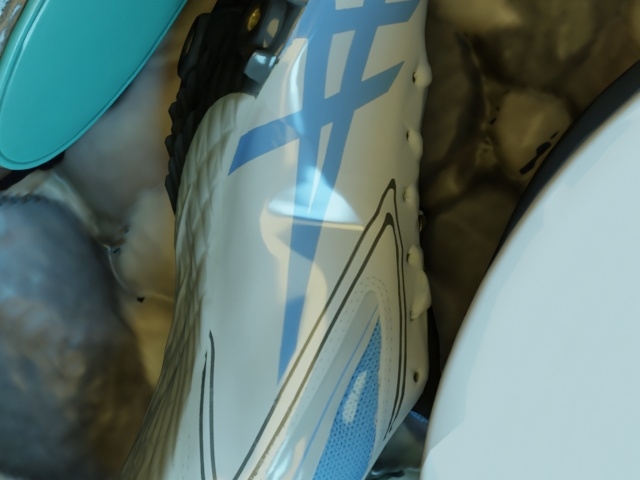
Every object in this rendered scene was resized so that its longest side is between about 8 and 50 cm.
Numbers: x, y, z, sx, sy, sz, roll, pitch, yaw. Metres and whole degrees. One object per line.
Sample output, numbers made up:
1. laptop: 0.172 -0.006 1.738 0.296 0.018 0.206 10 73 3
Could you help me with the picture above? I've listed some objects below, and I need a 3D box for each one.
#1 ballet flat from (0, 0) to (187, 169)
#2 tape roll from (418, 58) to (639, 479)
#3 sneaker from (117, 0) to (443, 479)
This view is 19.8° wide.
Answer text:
1. ballet flat: -0.052 -0.108 0.499 0.070 0.070 0.188 37 99 3
2. tape roll: 0.150 0.055 0.425 0.246 0.169 0.246 1 96 8
3. sneaker: 0.000 0.000 0.495 0.086 0.085 0.237 10 95 -19
